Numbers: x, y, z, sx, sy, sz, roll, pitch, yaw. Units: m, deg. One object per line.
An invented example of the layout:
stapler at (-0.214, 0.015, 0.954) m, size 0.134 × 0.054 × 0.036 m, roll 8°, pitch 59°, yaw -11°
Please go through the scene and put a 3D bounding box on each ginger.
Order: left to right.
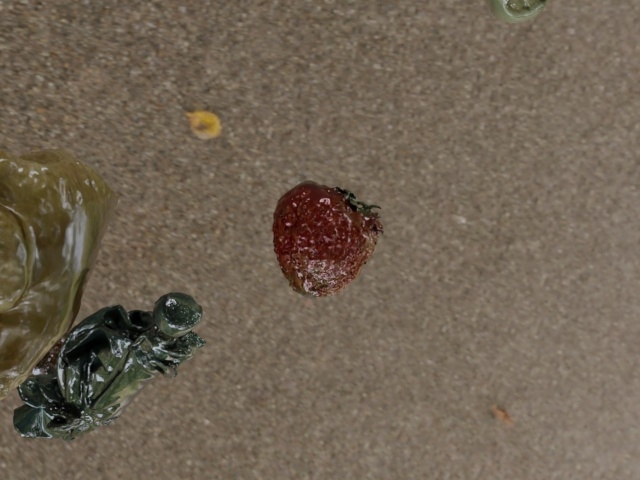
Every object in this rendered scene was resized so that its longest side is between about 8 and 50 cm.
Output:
ginger at (-0.285, 0.042, 1.000) m, size 0.219 × 0.123 × 0.270 m, roll 65°, pitch 37°, yaw -72°

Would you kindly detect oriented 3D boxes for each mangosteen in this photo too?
mangosteen at (-0.480, 0.184, 1.764) m, size 0.140 × 0.140 × 0.140 m, roll -11°, pitch 110°, yaw -34°

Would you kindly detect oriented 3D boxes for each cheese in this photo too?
cheese at (0.142, -0.243, 0.845) m, size 0.048 × 0.171 × 0.092 m, roll -10°, pitch 145°, yaw 4°

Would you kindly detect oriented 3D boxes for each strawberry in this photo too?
strawberry at (-0.001, 0.000, 0.950) m, size 0.106 × 0.106 × 0.106 m, roll -11°, pitch 110°, yaw -34°

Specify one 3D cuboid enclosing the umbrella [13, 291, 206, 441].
umbrella at (-0.243, 0.144, 1.258) m, size 0.143 × 0.349 × 0.094 m, roll -3°, pitch 63°, yaw -39°
